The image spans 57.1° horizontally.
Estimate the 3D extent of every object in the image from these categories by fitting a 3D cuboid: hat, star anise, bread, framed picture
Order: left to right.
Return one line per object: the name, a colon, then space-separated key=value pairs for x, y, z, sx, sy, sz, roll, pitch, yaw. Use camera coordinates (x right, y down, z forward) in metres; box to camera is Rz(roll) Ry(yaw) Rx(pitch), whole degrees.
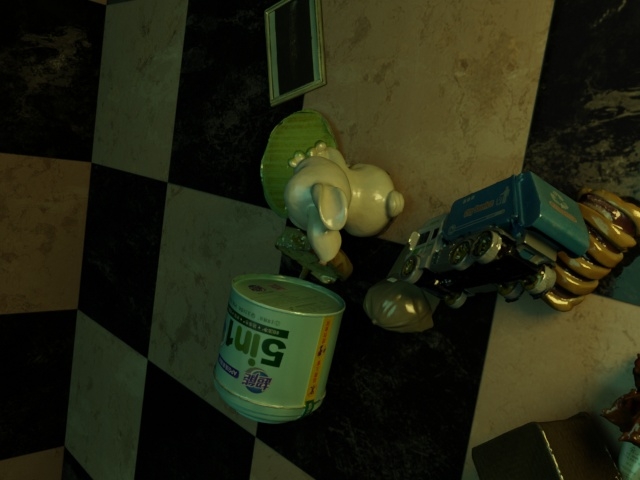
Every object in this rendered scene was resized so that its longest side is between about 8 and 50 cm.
framed picture: x=-0.076 y=-0.539 z=1.618 sx=0.231 sy=0.018 sz=0.293 roll=-9 pitch=82 yaw=45
bread: x=-0.057 y=-0.203 z=1.575 sx=0.301 sy=0.045 sz=0.301 roll=-2 pitch=87 yaw=43
bread: x=-0.010 y=0.031 z=1.402 sx=0.128 sy=0.232 sz=0.088 roll=3 pitch=69 yaw=33
hat: x=0.176 y=0.096 z=1.282 sx=0.166 sy=0.144 sz=0.173 roll=33 pitch=135 yaw=39
bread: x=0.450 y=0.012 z=1.026 sx=0.134 sy=0.081 sz=0.225 roll=50 pitch=123 yaw=35
star anise: x=0.511 y=0.272 z=0.866 sx=0.148 sy=0.237 sz=0.346 roll=31 pitch=90 yaw=-1

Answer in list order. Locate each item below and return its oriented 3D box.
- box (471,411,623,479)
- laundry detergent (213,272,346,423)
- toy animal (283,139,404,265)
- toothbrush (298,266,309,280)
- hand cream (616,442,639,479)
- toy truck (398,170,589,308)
box: x=0.398 y=0.446 z=0.975 sx=0.184 sy=0.143 sz=0.273 roll=-50 pitch=44 yaw=44
laundry detergent: x=-0.107 y=0.268 z=1.446 sx=0.287 sy=0.287 sz=0.305 roll=23 pitch=105 yaw=43
toy animal: x=0.036 y=-0.086 z=1.289 sx=0.247 sy=0.310 sz=0.183 roll=42 pitch=115 yaw=32
toothbrush: x=0.000 y=0.000 z=1.530 sx=0.288 sy=0.021 sz=0.024 roll=-63 pitch=39 yaw=24
hand cream: x=0.521 y=0.369 z=0.972 sx=0.078 sy=0.050 sz=0.205 roll=30 pitch=108 yaw=61
toy truck: x=0.301 y=0.011 z=1.066 sx=0.367 sy=0.146 sz=0.175 roll=-25 pitch=39 yaw=59
